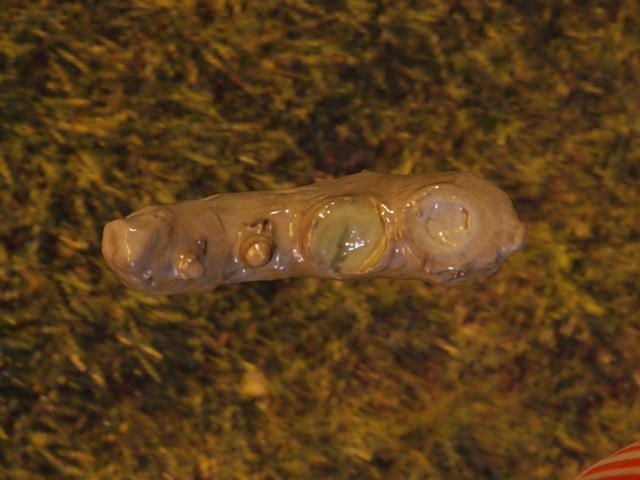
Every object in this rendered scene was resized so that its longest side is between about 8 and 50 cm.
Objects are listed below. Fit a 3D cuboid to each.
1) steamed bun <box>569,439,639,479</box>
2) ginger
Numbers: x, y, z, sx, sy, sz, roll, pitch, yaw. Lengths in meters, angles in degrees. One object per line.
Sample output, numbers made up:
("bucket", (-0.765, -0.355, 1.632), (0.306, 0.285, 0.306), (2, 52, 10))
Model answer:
("steamed bun", (0.223, 0.211, 1.046), (0.283, 0.283, 0.177), (-32, 109, -25))
("ginger", (-0.002, 0.000, 0.727), (0.173, 0.069, 0.051), (-9, 103, -8))
